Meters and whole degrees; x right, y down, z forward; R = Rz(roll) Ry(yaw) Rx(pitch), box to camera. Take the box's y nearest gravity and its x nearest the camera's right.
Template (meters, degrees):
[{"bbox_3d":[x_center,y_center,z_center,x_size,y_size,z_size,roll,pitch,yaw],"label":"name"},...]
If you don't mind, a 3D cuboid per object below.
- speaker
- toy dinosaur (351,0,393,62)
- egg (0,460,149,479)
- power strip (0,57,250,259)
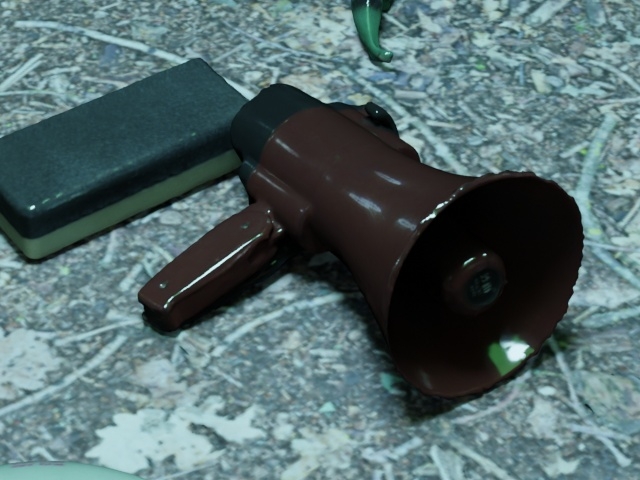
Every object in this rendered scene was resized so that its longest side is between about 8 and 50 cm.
[{"bbox_3d":[0.019,0.013,1.598,0.329,0.198,0.259,28,86,46],"label":"speaker"},{"bbox_3d":[0.051,-0.286,1.952,0.079,0.120,0.292,11,65,-5],"label":"toy dinosaur"},{"bbox_3d":[-0.163,0.238,1.271,0.264,0.183,0.183,4,41,-9],"label":"egg"},{"bbox_3d":[-0.174,-0.076,1.710,0.256,0.070,0.105,-26,51,-25],"label":"power strip"}]
